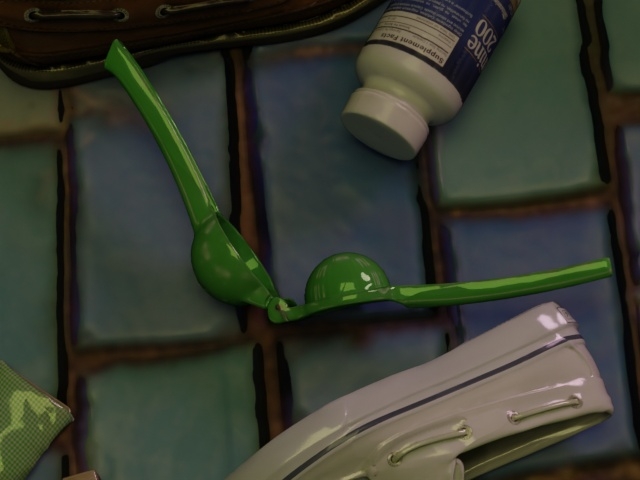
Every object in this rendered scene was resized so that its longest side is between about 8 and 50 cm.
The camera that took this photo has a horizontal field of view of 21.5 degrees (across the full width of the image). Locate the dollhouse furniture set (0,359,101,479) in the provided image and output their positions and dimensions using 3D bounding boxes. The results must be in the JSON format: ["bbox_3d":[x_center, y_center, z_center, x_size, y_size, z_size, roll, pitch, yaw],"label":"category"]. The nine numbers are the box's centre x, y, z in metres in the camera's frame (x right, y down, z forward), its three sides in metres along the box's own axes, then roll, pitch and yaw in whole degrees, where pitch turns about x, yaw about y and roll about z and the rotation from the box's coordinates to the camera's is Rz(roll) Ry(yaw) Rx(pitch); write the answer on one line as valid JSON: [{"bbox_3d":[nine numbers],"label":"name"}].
[{"bbox_3d":[-0.150,0.124,0.909,0.152,0.058,0.076,33,75,14],"label":"dollhouse furniture set"}]

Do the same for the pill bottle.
[{"bbox_3d":[0.062,-0.109,0.972,0.067,0.067,0.120,27,75,13],"label":"pill bottle"}]

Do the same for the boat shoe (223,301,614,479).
[{"bbox_3d":[0.051,0.112,0.885,0.226,0.083,0.076,-29,70,-7],"label":"boat shoe"}]

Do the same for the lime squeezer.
[{"bbox_3d":[0.000,0.000,0.941,0.310,0.059,0.110,24,75,12],"label":"lime squeezer"}]

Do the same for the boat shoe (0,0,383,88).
[{"bbox_3d":[-0.058,-0.174,0.984,0.307,0.104,0.110,-23,70,-4],"label":"boat shoe"}]
